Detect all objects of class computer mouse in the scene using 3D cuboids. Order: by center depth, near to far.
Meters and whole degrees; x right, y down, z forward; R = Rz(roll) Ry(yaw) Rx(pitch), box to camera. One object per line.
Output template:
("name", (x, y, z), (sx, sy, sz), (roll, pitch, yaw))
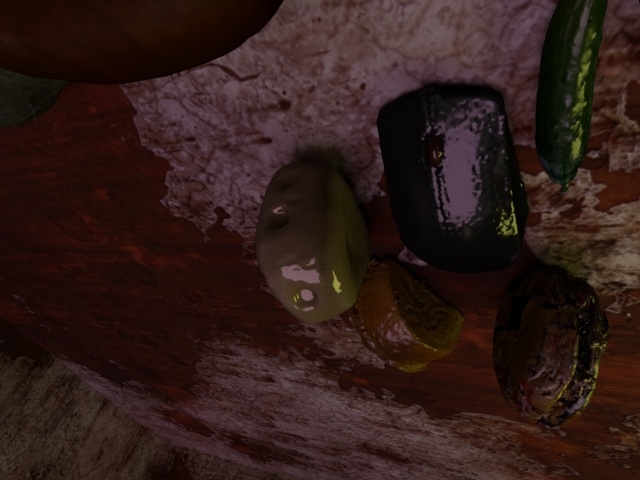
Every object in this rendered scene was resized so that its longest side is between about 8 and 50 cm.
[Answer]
("computer mouse", (0.171, -0.055, 0.593), (0.168, 0.087, 0.295), (-1, 132, 33))

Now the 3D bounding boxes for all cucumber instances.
("cucumber", (0.256, -0.145, 0.474), (0.056, 0.056, 0.250), (4, 134, 24))

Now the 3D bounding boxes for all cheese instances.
("cheese", (0.000, 0.000, 0.661), (0.117, 0.235, 0.218), (-8, 172, 22))

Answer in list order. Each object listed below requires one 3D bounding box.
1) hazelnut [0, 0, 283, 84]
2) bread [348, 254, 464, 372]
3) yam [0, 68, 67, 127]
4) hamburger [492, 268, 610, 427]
("hazelnut", (-0.190, -0.282, 0.328), (0.366, 0.366, 0.366), (15, 140, 13))
("bread", (0.145, 0.144, 0.802), (0.229, 0.139, 0.143), (37, 132, -16))
("yam", (-0.427, -0.275, 0.578), (0.271, 0.201, 0.202), (-17, 87, 57))
("hamburger", (0.314, 0.148, 0.641), (0.107, 0.231, 0.231), (19, 141, 9))
